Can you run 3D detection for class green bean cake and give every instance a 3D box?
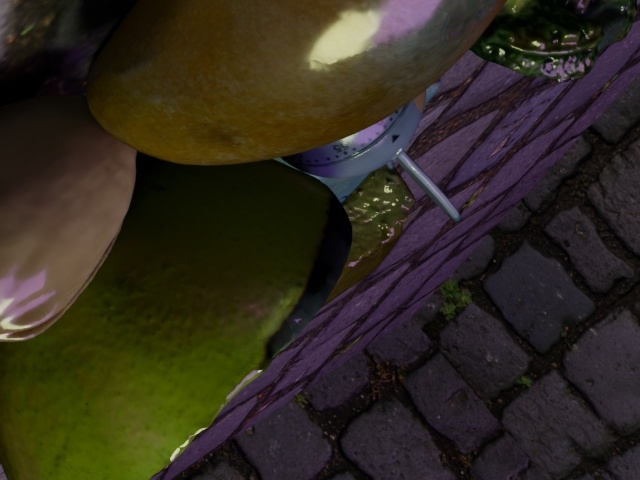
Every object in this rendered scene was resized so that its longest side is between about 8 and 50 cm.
[{"bbox_3d":[0.000,0.000,1.558,0.236,0.124,0.233,-34,166,-25],"label":"green bean cake"}]

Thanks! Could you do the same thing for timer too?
[{"bbox_3d":[0.050,-0.127,1.065,0.255,0.175,0.175,11,132,-44],"label":"timer"}]

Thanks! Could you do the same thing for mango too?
[{"bbox_3d":[0.006,-0.181,0.743,0.384,0.199,0.221,-39,160,14],"label":"mango"}]

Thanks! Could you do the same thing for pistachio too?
[{"bbox_3d":[-0.215,-0.013,0.793,0.223,0.152,0.126,-41,170,-29],"label":"pistachio"}]

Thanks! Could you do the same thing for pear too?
[{"bbox_3d":[-0.166,0.052,0.993,0.399,0.165,0.399,-42,-165,14],"label":"pear"}]

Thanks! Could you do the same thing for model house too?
[{"bbox_3d":[0.217,-0.281,1.068,0.214,0.195,0.189,-35,160,-33],"label":"model house"}]

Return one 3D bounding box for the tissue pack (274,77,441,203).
[{"bbox_3d":[0.003,-0.101,1.285,0.263,0.089,0.177,-46,168,30],"label":"tissue pack"}]
